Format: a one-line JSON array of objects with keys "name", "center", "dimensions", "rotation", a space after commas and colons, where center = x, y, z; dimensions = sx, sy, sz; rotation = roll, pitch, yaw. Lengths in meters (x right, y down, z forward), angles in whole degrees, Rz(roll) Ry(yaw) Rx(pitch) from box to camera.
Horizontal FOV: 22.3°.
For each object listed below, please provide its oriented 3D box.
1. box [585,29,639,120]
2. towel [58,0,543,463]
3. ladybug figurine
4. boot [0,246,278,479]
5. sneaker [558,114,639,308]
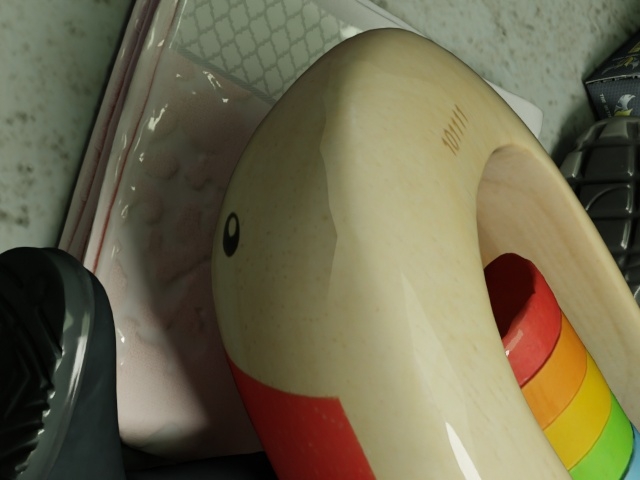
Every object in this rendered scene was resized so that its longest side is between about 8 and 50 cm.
[{"name": "box", "center": [0.314, -0.071, 1.283], "dimensions": [0.183, 0.059, 0.232], "rotation": [-41, 115, -36]}, {"name": "towel", "center": [0.000, 0.000, 0.988], "dimensions": [0.332, 0.053, 0.317], "rotation": [27, 69, -38]}, {"name": "ladybug figurine", "center": [0.084, 0.100, 0.881], "dimensions": [0.449, 0.162, 0.305], "rotation": [58, 28, -22]}, {"name": "boot", "center": [-0.096, 0.117, 0.821], "dimensions": [0.207, 0.094, 0.246], "rotation": [2, 115, -43]}, {"name": "sneaker", "center": [0.218, 0.044, 1.179], "dimensions": [0.106, 0.101, 0.267], "rotation": [19, 72, -64]}]
